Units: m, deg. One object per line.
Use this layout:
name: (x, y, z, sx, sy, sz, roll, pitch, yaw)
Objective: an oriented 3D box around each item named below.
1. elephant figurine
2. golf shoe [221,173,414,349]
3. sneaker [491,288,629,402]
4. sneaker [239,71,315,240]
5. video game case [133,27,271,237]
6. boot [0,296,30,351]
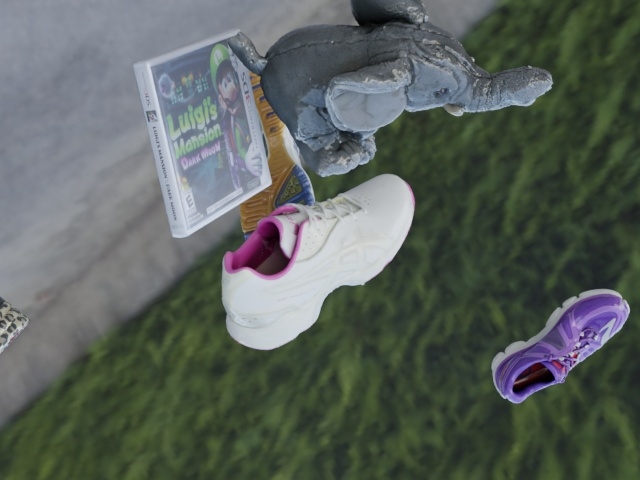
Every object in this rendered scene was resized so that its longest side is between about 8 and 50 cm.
elephant figurine: (0.067, -0.172, 1.277, 0.186, 0.169, 0.239, -17, 177, -42)
golf shoe: (0.000, 0.000, 1.596, 0.306, 0.115, 0.140, -42, 137, -25)
sneaker: (0.266, 0.122, 1.409, 0.170, 0.068, 0.071, -39, -160, 10)
sneaker: (-0.060, -0.095, 1.881, 0.111, 0.297, 0.131, -9, 178, 11)
video game case: (-0.113, -0.113, 1.310, 0.022, 0.173, 0.190, -4, -164, 27)
boot: (-0.435, 0.094, 1.371, 0.085, 0.178, 0.236, -40, -172, 48)
